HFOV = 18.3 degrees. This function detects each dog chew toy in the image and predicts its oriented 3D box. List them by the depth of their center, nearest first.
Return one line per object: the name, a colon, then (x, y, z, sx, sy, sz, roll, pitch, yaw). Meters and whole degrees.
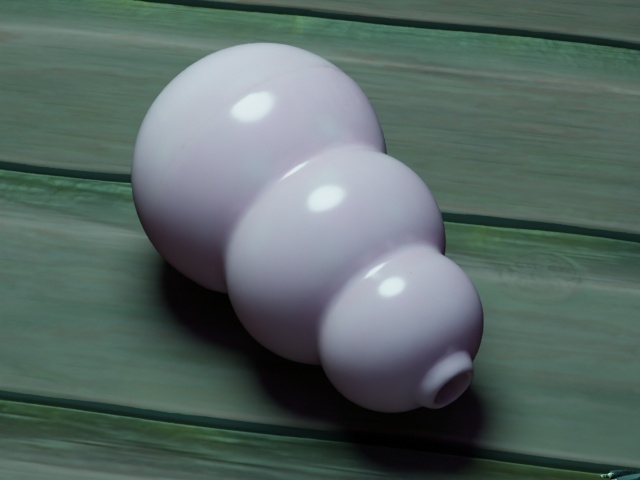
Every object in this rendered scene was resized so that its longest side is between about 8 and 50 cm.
dog chew toy: (0.000, 0.000, 1.533, 0.206, 0.207, 0.332, -28, 60, -24)

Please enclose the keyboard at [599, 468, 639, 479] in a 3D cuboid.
keyboard: (0.328, 0.214, 1.429, 0.317, 0.033, 0.201, -22, 56, -21)
